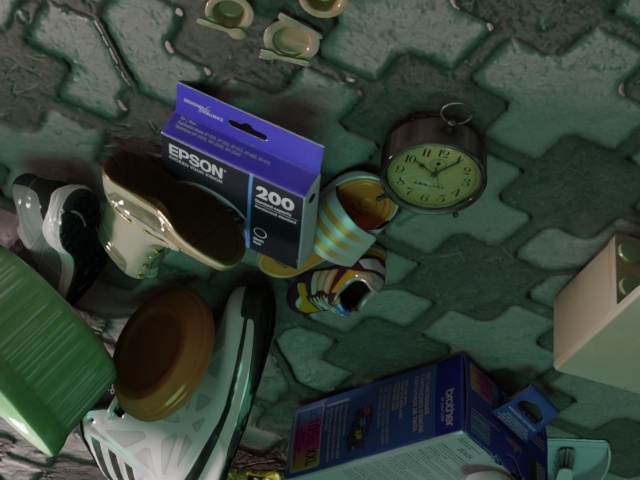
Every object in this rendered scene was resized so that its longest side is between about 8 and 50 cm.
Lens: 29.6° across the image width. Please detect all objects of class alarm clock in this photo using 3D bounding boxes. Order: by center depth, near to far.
[{"bbox_3d":[0.143,-0.105,1.466,0.129,0.064,0.192,12,143,-7],"label":"alarm clock"}]

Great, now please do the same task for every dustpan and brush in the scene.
[{"bbox_3d":[0.416,0.419,2.077,0.147,0.060,0.211,1,141,7],"label":"dustpan and brush"}]

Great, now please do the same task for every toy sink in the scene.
[{"bbox_3d":[0.432,0.087,1.611,0.153,0.131,0.234,16,145,-11],"label":"toy sink"}]

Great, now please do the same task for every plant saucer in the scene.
[{"bbox_3d":[-0.233,0.159,1.733,0.200,0.200,0.037,-25,143,33],"label":"plant saucer"}]

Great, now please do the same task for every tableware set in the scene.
[{"bbox_3d":[-0.046,-0.261,1.335,0.141,0.020,0.168,22,139,-18],"label":"tableware set"}]

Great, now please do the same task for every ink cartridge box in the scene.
[{"bbox_3d":[-0.101,-0.075,1.500,0.206,0.045,0.208,24,143,13],"label":"ink cartridge box"},{"bbox_3d":[0.184,0.335,1.935,0.395,0.151,0.270,-20,135,30],"label":"ink cartridge box"}]

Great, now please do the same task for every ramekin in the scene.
[{"bbox_3d":[-0.426,0.144,1.688,0.303,0.148,0.303,38,159,17],"label":"ramekin"}]

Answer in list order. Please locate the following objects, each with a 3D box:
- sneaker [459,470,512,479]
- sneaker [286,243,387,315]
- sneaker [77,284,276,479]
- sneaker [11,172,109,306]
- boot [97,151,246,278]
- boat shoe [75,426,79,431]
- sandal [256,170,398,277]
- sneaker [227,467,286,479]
[{"bbox_3d":[0.279,0.391,1.832,0.152,0.061,0.053,20,141,-17],"label":"sneaker"},{"bbox_3d":[0.016,0.073,1.687,0.069,0.084,0.185,31,135,-27],"label":"sneaker"},{"bbox_3d":[-0.231,0.230,1.812,0.257,0.169,0.447,19,121,-2],"label":"sneaker"},{"bbox_3d":[-0.358,-0.001,1.656,0.108,0.100,0.271,27,146,13],"label":"sneaker"},{"bbox_3d":[-0.196,-0.001,1.552,0.213,0.077,0.165,34,142,11],"label":"boot"},{"bbox_3d":[-0.373,0.301,2.031,0.233,0.079,0.084,7,143,1],"label":"boat shoe"},{"bbox_3d":[0.008,0.005,1.610,0.102,0.076,0.265,28,136,-25],"label":"sandal"},{"bbox_3d":[-0.139,0.443,2.103,0.147,0.145,0.385,-31,151,25],"label":"sneaker"}]
